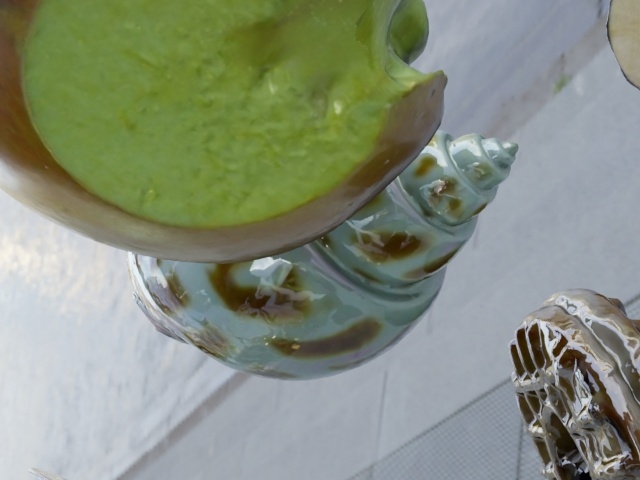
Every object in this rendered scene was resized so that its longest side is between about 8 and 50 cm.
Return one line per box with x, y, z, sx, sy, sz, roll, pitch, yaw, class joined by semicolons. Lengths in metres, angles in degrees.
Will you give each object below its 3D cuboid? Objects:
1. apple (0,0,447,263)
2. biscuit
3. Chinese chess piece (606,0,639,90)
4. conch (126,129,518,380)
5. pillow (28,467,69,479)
-0.071;-0.158;0.747;0.384;0.374;0.375;-22;58;42;apple
0.280;0.203;1.078;0.332;0.103;0.332;161;90;-86;biscuit
0.561;-0.333;1.704;0.257;0.104;0.257;21;118;47;Chinese chess piece
-0.001;0.000;1.015;0.368;0.249;0.197;-45;30;9;conch
-0.277;0.333;1.360;0.038;0.131;0.232;-51;26;-20;pillow
